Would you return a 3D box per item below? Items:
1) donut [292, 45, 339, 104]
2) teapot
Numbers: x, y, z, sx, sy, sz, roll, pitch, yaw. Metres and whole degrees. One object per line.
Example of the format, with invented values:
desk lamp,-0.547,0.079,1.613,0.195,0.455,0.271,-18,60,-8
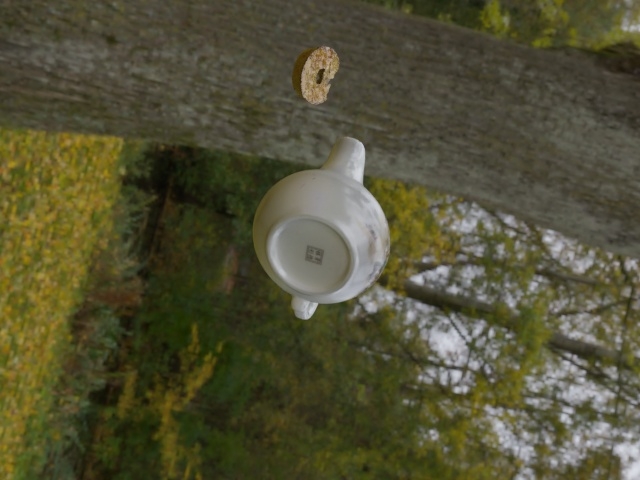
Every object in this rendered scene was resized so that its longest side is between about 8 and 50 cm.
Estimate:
donut,-0.014,-0.310,1.579,0.097,0.043,0.108,33,79,-52
teapot,0.000,0.000,1.257,0.139,0.204,0.298,-64,175,-58
